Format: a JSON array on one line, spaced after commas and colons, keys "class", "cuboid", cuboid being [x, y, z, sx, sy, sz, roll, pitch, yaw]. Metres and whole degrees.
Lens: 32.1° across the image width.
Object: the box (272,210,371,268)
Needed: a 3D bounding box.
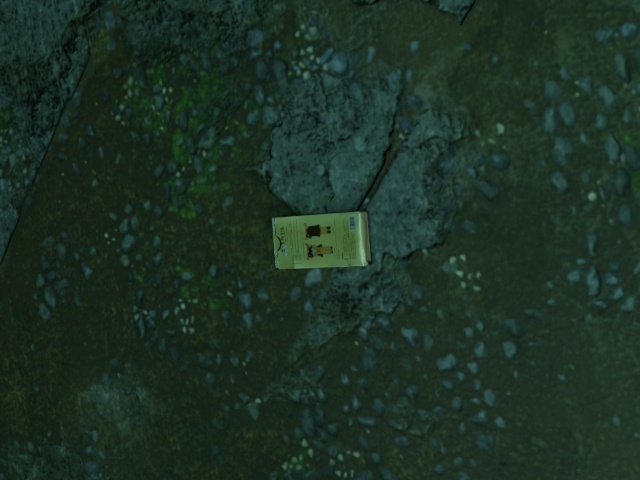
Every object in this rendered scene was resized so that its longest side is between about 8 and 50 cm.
[{"class": "box", "cuboid": [0.000, 0.000, 1.478, 0.149, 0.020, 0.073, -2, 94, 35]}]
